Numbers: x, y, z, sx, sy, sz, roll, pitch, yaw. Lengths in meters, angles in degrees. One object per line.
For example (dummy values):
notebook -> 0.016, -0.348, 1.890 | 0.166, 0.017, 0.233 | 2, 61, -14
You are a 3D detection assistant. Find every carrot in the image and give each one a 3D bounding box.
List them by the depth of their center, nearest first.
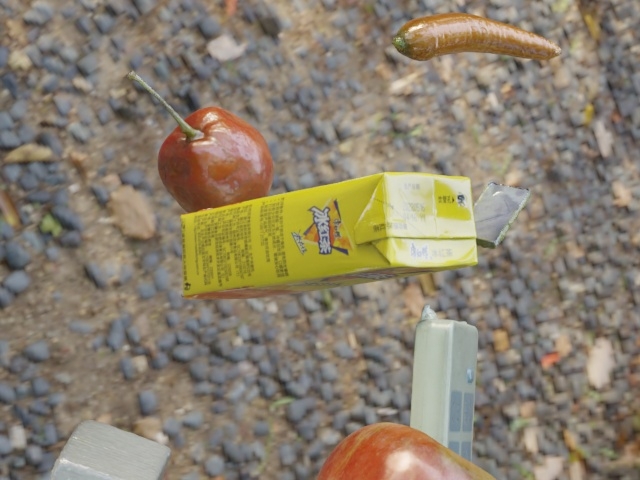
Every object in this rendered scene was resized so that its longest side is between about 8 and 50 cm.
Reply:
carrot -> 0.211, -0.277, 1.862 | 0.271, 0.066, 0.062 | -6, 115, -31

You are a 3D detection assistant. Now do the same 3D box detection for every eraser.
eraser -> -0.272, 0.372, 1.473 | 0.111, 0.077, 0.353 | 18, 80, 4

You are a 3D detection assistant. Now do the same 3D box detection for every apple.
apple -> 0.091, 0.279, 1.331 | 0.209, 0.209, 0.164 | 38, 78, -26

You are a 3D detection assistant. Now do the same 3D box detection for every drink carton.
drink carton -> 0.000, 0.000, 1.607 | 0.154, 0.351, 0.111 | 1, 83, -45

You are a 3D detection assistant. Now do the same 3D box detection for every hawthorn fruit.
hawthorn fruit -> -0.165, -0.139, 1.857 | 0.285, 0.165, 0.165 | 61, 39, -55

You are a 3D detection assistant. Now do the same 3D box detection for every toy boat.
toy boat -> 0.225, -0.034, 1.779 | 0.115, 0.063, 0.016 | -52, 142, -36

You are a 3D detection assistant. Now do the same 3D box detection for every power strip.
power strip -> 0.136, 0.209, 1.511 | 0.118, 0.046, 0.271 | 18, 74, -65
